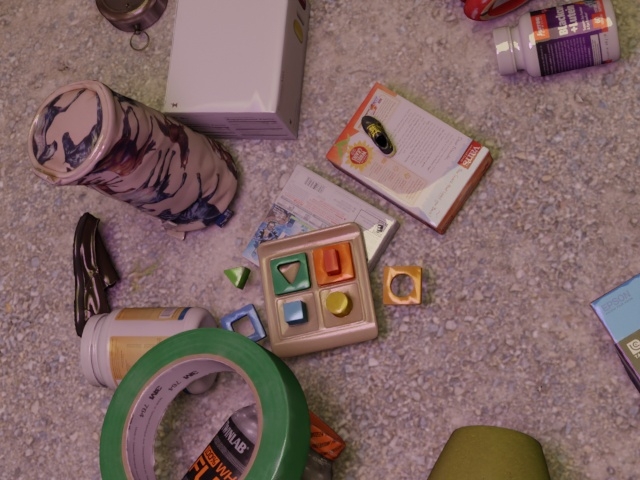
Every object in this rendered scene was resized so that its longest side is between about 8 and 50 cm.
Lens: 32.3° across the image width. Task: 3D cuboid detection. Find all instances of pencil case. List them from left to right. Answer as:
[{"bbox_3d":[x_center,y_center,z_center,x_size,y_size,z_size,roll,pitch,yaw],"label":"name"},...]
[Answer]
[{"bbox_3d":[-0.292,-0.123,1.767,0.160,0.410,0.183,12,84,28],"label":"pencil case"}]

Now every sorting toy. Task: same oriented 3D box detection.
[{"bbox_3d":[-0.008,0.079,1.789,0.348,0.047,0.196,-13,76,12],"label":"sorting toy"}]

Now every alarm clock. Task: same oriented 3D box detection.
[{"bbox_3d":[-0.348,-0.439,2.042,0.129,0.064,0.192,-16,77,10],"label":"alarm clock"}]

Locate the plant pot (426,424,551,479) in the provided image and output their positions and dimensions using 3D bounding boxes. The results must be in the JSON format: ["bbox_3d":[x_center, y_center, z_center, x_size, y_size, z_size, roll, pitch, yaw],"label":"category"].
[{"bbox_3d":[0.239,0.428,1.597,0.275,0.275,0.293,5,63,16],"label":"plant pot"}]

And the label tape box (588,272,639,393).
[{"bbox_3d":[0.589,0.180,1.626,0.240,0.106,0.333,-32,71,6],"label":"label tape box"}]

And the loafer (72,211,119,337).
[{"bbox_3d":[-0.391,0.060,1.934,0.078,0.080,0.220,-1,86,-9],"label":"loafer"}]

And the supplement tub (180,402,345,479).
[{"bbox_3d":[-0.114,0.395,1.712,0.193,0.193,0.316,36,88,19],"label":"supplement tub"}]

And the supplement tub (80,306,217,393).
[{"bbox_3d":[-0.281,0.182,1.831,0.200,0.144,0.144,-1,77,14],"label":"supplement tub"}]

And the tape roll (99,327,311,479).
[{"bbox_3d":[-0.173,0.291,1.626,0.321,0.077,0.321,-11,64,24],"label":"tape roll"}]

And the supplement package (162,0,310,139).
[{"bbox_3d":[-0.141,-0.320,1.914,0.204,0.145,0.262,2,78,15],"label":"supplement package"}]

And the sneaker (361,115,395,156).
[{"bbox_3d":[0.094,-0.175,1.805,0.031,0.035,0.083,-38,71,3],"label":"sneaker"}]

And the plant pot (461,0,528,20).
[{"bbox_3d":[0.279,-0.470,1.823,0.191,0.191,0.174,-29,81,6],"label":"plant pot"}]

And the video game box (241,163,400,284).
[{"bbox_3d":[0.000,0.000,1.853,0.205,0.048,0.187,31,85,19],"label":"video game box"}]

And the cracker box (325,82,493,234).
[{"bbox_3d":[0.148,-0.136,1.837,0.232,0.067,0.156,34,88,20],"label":"cracker box"}]

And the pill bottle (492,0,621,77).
[{"bbox_3d":[0.383,-0.326,1.798,0.193,0.108,0.108,-11,75,12],"label":"pill bottle"}]
